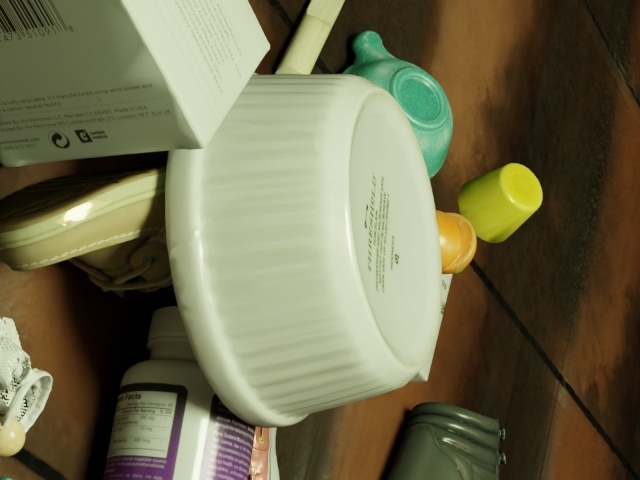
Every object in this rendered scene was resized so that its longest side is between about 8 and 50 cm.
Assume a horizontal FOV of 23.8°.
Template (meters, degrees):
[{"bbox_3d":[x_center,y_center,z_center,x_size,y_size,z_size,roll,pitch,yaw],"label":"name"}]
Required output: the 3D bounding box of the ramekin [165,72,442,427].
[{"bbox_3d":[0.000,0.000,1.133,0.273,0.127,0.273,-7,90,-70],"label":"ramekin"}]

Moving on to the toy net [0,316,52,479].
[{"bbox_3d":[-0.203,0.170,1.044,0.122,0.045,0.232,17,73,-57],"label":"toy net"}]

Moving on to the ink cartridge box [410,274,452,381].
[{"bbox_3d":[0.078,0.037,1.504,0.104,0.060,0.180,49,47,-45],"label":"ink cartridge box"}]

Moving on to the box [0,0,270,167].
[{"bbox_3d":[-0.161,-0.157,1.012,0.182,0.181,0.119,63,39,-34],"label":"box"}]

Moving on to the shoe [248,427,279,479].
[{"bbox_3d":[-0.076,0.162,1.244,0.081,0.063,0.178,33,57,-48],"label":"shoe"}]

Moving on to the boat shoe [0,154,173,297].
[{"bbox_3d":[-0.130,-0.008,1.126,0.302,0.109,0.098,-23,106,-63],"label":"boat shoe"}]

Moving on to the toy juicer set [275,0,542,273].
[{"bbox_3d":[0.051,-0.101,1.446,0.329,0.089,0.209,51,49,-3],"label":"toy juicer set"}]

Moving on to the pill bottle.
[{"bbox_3d":[-0.104,0.153,1.147,0.108,0.108,0.193,34,59,-53],"label":"pill bottle"}]

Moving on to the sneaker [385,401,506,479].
[{"bbox_3d":[0.171,0.268,1.591,0.296,0.104,0.147,44,56,-43],"label":"sneaker"}]
